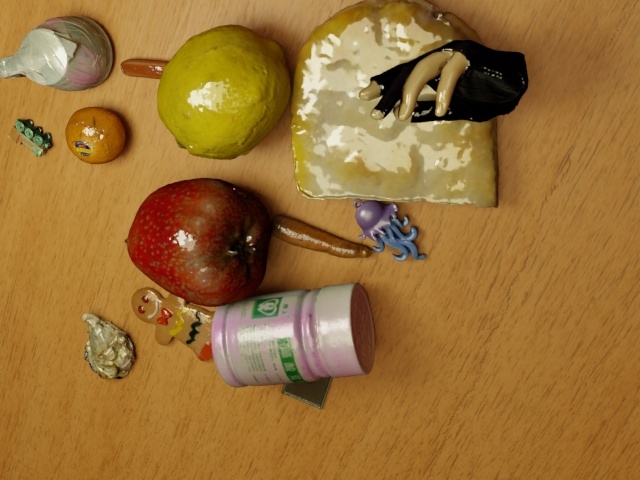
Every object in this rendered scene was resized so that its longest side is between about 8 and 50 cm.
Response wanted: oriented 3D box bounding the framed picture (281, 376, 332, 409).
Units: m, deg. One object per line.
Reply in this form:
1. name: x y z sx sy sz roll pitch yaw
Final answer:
1. framed picture: -0.025 0.329 1.811 0.109 0.011 0.149 21 110 7

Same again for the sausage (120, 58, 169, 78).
1. sausage: -0.384 -0.383 1.667 0.131 0.039 0.041 8 116 13

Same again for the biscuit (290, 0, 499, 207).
1. biscuit: 0.141 -0.271 1.536 0.429 0.104 0.446 -2 109 14

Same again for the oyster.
1. oyster: -0.553 0.272 1.893 0.163 0.081 0.191 -35 92 25

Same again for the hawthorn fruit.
1. hawthorn fruit: -0.292 0.004 1.651 0.369 0.285 0.284 -1 107 25

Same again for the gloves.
1. gloves: 0.222 -0.278 1.378 0.301 0.197 0.152 -15 72 -10

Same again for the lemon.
1. lemon: -0.196 -0.302 1.534 0.284 0.260 0.260 -18 101 21

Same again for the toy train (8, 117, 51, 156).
1. toy train: -0.692 -0.244 1.786 0.103 0.044 0.064 37 115 3

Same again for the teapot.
1. teapot: -0.590 -0.413 1.635 0.222 0.178 0.163 16 109 10

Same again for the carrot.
1. carrot: 0.000 0.000 1.682 0.248 0.059 0.059 18 110 5

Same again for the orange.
1. orange: -0.508 -0.242 1.701 0.135 0.117 0.135 20 139 18

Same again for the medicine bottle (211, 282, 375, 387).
1. medicine bottle: -0.058 0.215 1.678 0.325 0.212 0.212 -8 105 16

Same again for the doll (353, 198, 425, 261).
1. doll: 0.149 -0.020 1.634 0.206 0.067 0.110 42 98 -13

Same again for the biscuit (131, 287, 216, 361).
1. biscuit: -0.357 0.197 1.841 0.250 0.036 0.165 27 110 5
